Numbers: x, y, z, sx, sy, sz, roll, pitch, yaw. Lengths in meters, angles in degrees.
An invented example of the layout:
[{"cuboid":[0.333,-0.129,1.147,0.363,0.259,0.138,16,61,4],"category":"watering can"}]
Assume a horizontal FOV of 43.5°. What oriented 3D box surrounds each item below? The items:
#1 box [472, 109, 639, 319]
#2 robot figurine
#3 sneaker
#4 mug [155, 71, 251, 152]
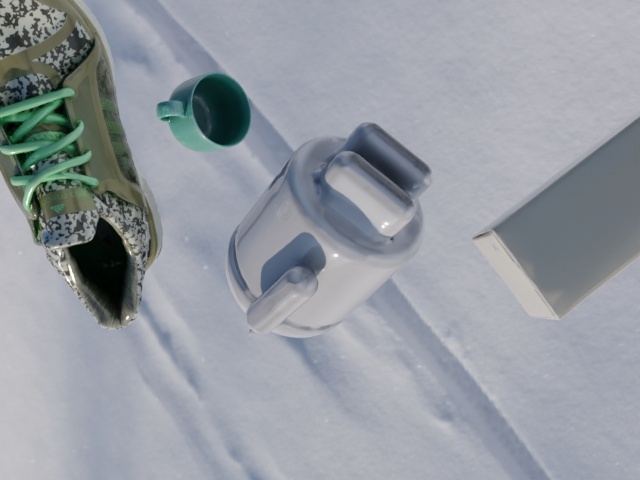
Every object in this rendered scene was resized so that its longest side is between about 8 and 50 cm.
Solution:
[{"cuboid":[0.297,-0.044,0.801,0.275,0.094,0.113,-35,88,-4],"category":"box"},{"cuboid":[0.000,0.000,1.071,0.200,0.300,0.353,40,134,-2],"category":"robot figurine"},{"cuboid":[-0.242,-0.076,0.762,0.182,0.158,0.410,-118,7,-49],"category":"sneaker"},{"cuboid":[-0.207,-0.222,1.366,0.097,0.158,0.129,-5,58,45],"category":"mug"}]
